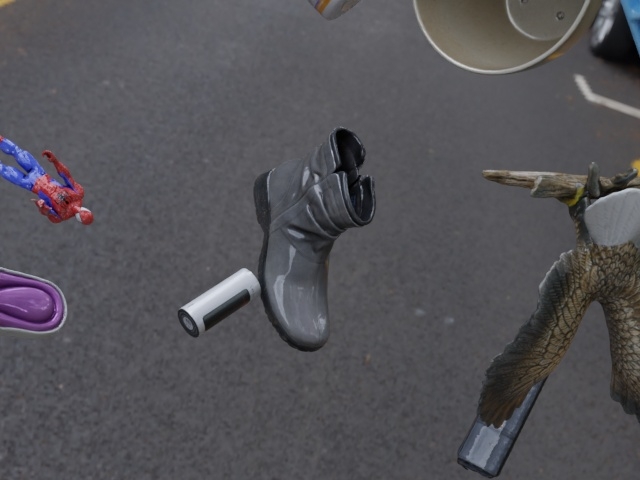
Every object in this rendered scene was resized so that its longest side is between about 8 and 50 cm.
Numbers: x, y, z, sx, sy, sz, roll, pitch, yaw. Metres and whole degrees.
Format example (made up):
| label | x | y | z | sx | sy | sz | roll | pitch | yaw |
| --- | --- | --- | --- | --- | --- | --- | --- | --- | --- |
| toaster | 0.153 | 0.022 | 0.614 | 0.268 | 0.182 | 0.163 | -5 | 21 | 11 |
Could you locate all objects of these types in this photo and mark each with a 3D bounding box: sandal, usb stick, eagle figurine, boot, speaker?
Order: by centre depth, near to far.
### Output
| label | x | y | z | sx | sy | sz | roll | pitch | yaw |
| --- | --- | --- | --- | --- | --- | --- | --- | --- | --- |
| eagle figurine | 0.305 | 0.072 | 1.069 | 0.226 | 0.298 | 0.225 | -1 | -5 | 43 |
| speaker | -0.163 | 0.100 | 1.566 | 0.136 | 0.055 | 0.055 | -33 | 51 | -33 |
| usb stick | 0.312 | 0.254 | 1.570 | 0.077 | 0.278 | 0.045 | 24 | -13 | 29 |
| boot | 0.000 | 0.000 | 1.581 | 0.118 | 0.223 | 0.338 | -2 | 74 | -44 |
| sandal | -0.613 | 0.091 | 1.708 | 0.416 | 0.102 | 0.169 | 6 | 63 | -54 |

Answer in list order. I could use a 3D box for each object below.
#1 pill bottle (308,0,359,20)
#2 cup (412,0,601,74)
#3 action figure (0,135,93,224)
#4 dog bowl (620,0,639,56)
| label | x | y | z | sx | sy | sz | roll | pitch | yaw |
| --- | --- | --- | --- | --- | --- | --- | --- | --- | --- |
| pill bottle | -0.023 | -0.511 | 1.591 | 0.272 | 0.152 | 0.152 | 48 | 29 | 0 |
| cup | 0.358 | -0.446 | 1.686 | 0.331 | 0.331 | 0.237 | 31 | 20 | 28 |
| action figure | -0.503 | -0.122 | 1.641 | 0.280 | 0.091 | 0.139 | 36 | -16 | 5 |
| dog bowl | 0.421 | -0.275 | 1.099 | 0.074 | 0.297 | 0.166 | -32 | 16 | -22 |
